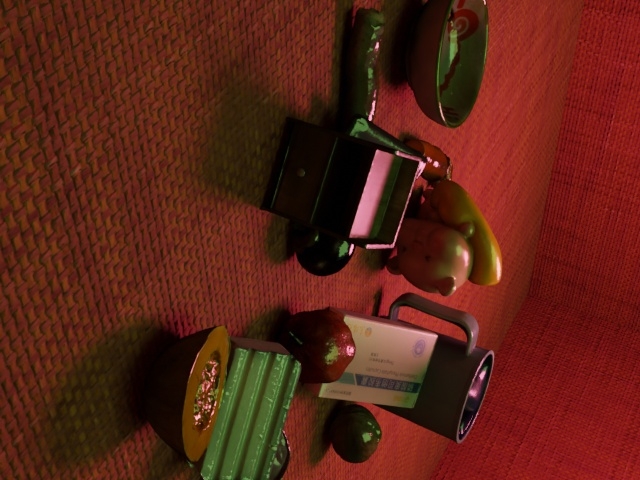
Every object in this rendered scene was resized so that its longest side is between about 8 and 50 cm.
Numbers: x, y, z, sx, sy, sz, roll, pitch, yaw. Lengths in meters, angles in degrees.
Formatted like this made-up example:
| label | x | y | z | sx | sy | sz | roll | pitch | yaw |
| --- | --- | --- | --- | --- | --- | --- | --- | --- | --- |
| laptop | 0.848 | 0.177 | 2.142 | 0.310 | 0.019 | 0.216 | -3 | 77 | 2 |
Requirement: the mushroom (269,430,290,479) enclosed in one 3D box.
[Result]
| label | x | y | z | sx | sy | sz | roll | pitch | yaw |
| --- | --- | --- | --- | --- | --- | --- | --- | --- | --- |
| mushroom | -0.141 | 0.427 | 1.697 | 0.188 | 0.141 | 0.117 | -65 | -169 | -5 |

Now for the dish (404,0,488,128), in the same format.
| label | x | y | z | sx | sy | sz | roll | pitch | yaw |
| --- | --- | --- | --- | --- | --- | --- | --- | --- | --- |
| dish | 0.263 | -0.418 | 1.936 | 0.324 | 0.124 | 0.324 | -37 | 132 | -54 |

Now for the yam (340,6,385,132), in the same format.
| label | x | y | z | sx | sy | sz | roll | pitch | yaw |
| --- | --- | --- | --- | --- | --- | --- | --- | --- | --- |
| yam | 0.078 | -0.288 | 1.675 | 0.071 | 0.067 | 0.317 | -46 | 148 | -49 |

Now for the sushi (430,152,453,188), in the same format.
| label | x | y | z | sx | sy | sz | roll | pitch | yaw |
| --- | --- | --- | --- | --- | --- | --- | --- | --- | --- |
| sushi | 0.328 | -0.176 | 2.372 | 0.060 | 0.061 | 0.118 | 7 | 81 | -59 |

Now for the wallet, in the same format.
| label | x | y | z | sx | sy | sz | roll | pitch | yaw |
| --- | --- | --- | --- | --- | --- | --- | --- | --- | --- |
| wallet | 0.094 | -0.143 | 1.719 | 0.245 | 0.052 | 0.169 | 25 | 107 | -48 |

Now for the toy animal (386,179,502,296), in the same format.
| label | x | y | z | sx | sy | sz | roll | pitch | yaw |
| --- | --- | --- | --- | --- | --- | --- | --- | --- | --- |
| toy animal | 0.280 | -0.003 | 2.225 | 0.246 | 0.345 | 0.278 | -27 | 120 | -13 |

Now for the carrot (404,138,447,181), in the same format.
| label | x | y | z | sx | sy | sz | roll | pitch | yaw |
| --- | --- | --- | --- | --- | --- | --- | --- | --- | --- |
| carrot | 0.261 | -0.202 | 2.152 | 0.087 | 0.087 | 0.193 | -69 | 156 | -4 |

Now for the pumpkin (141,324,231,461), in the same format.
| label | x | y | z | sx | sy | sz | roll | pitch | yaw |
| --- | --- | --- | --- | --- | --- | --- | --- | --- | --- |
| pumpkin | -0.218 | 0.233 | 1.385 | 0.217 | 0.110 | 0.218 | 8 | 90 | -74 |

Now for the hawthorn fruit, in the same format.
| label | x | y | z | sx | sy | sz | roll | pitch | yaw |
| --- | --- | --- | --- | --- | --- | --- | --- | --- | --- |
| hawthorn fruit | -0.020 | 0.208 | 1.752 | 0.194 | 0.157 | 0.157 | 31 | 79 | -57 |

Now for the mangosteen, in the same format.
| label | x | y | z | sx | sy | sz | roll | pitch | yaw |
| --- | --- | --- | --- | --- | --- | --- | --- | --- | --- |
| mangosteen | 0.000 | 0.000 | 1.684 | 0.140 | 0.140 | 0.140 | -49 | 149 | -42 |

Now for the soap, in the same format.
| label | x | y | z | sx | sy | sz | roll | pitch | yaw |
| --- | --- | --- | --- | --- | --- | --- | --- | --- | --- |
| soap | -0.139 | 0.308 | 1.565 | 0.150 | 0.094 | 0.262 | 14 | 97 | -30 |

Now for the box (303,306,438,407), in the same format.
| label | x | y | z | sx | sy | sz | roll | pitch | yaw |
| --- | --- | --- | --- | --- | --- | --- | --- | --- | --- |
| box | 0.126 | 0.285 | 2.085 | 0.343 | 0.065 | 0.200 | 16 | 94 | -43 |

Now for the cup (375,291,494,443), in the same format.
| label | x | y | z | sx | sy | sz | roll | pitch | yaw |
| --- | --- | --- | --- | --- | --- | --- | --- | --- | --- |
| cup | 0.268 | 0.341 | 2.309 | 0.257 | 0.311 | 0.331 | -56 | 153 | -32 |

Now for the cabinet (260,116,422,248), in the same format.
| label | x | y | z | sx | sy | sz | roll | pitch | yaw |
| --- | --- | --- | --- | --- | --- | --- | --- | --- | --- |
| cabinet | 0.034 | -0.100 | 1.535 | 0.148 | 0.215 | 0.175 | 1 | 108 | -65 |

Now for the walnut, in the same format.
| label | x | y | z | sx | sy | sz | roll | pitch | yaw |
| --- | --- | --- | --- | --- | --- | --- | --- | --- | --- |
| walnut | 0.090 | 0.504 | 2.266 | 0.140 | 0.140 | 0.162 | -55 | 138 | -34 |
